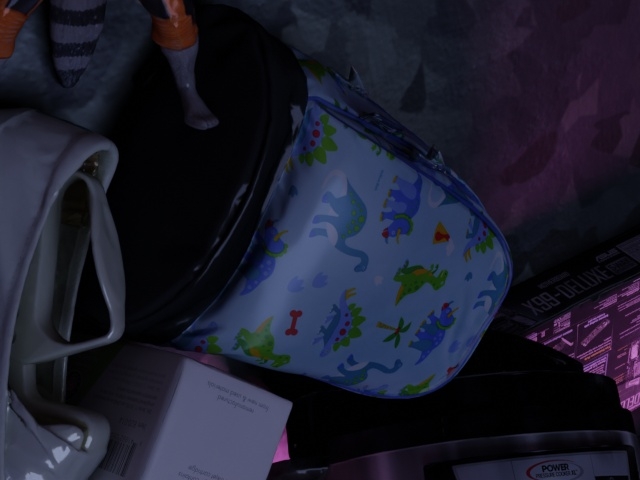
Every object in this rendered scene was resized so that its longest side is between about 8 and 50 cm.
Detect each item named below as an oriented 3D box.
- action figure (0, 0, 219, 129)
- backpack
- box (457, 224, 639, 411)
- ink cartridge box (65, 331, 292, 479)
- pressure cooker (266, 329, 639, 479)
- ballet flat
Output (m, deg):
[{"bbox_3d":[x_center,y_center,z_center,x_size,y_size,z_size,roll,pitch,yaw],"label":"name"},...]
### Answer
[{"bbox_3d":[-0.213,-0.240,0.831,0.341,0.178,0.330,1,113,-8],"label":"action figure"},{"bbox_3d":[0.000,0.000,1.077,0.355,0.273,0.290,25,94,-57],"label":"backpack"},{"bbox_3d":[0.313,0.144,1.516,0.307,0.076,0.242,-24,131,-24],"label":"box"},{"bbox_3d":[-0.179,0.266,0.983,0.119,0.207,0.353,29,75,-34],"label":"ink cartridge box"},{"bbox_3d":[0.151,0.294,1.240,0.376,0.420,0.370,-14,161,21],"label":"pressure cooker"},{"bbox_3d":[-0.216,0.097,0.913,0.139,0.139,0.400,7,85,-41],"label":"ballet flat"}]
